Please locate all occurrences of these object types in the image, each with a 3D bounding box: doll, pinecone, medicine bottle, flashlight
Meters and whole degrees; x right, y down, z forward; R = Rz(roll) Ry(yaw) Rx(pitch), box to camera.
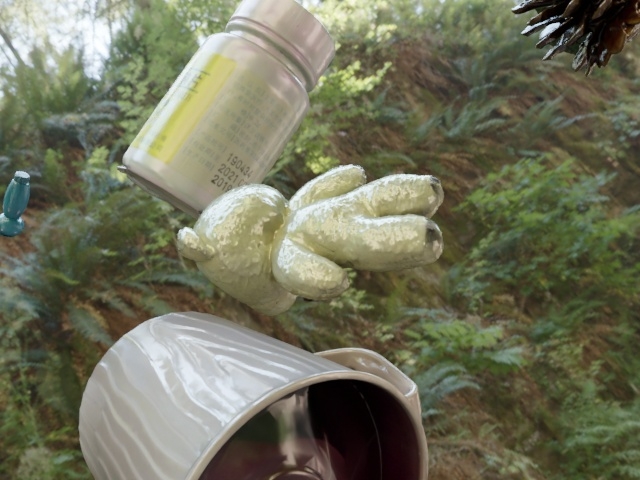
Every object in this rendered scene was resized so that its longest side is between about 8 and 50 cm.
[{"bbox_3d":[-0.001,0.004,0.708,0.278,0.149,0.175,-6,12,20],"label":"doll"},{"bbox_3d":[0.439,-0.424,1.075,0.264,0.264,0.264,-35,-14,-10],"label":"pinecone"},{"bbox_3d":[-0.148,-0.216,1.097,0.379,0.213,0.213,-57,-11,-9],"label":"medicine bottle"},{"bbox_3d":[-0.569,-0.065,1.203,0.051,0.051,0.129,-13,-46,-59],"label":"flashlight"}]

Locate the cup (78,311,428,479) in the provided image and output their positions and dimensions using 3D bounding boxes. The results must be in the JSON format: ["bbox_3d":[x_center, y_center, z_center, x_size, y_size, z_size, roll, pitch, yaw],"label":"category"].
[{"bbox_3d":[-0.053,0.163,0.569,0.288,0.208,0.273,-45,28,-22],"label":"cup"}]

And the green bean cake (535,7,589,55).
[{"bbox_3d":[0.561,-0.559,1.401,0.300,0.307,0.169,118,172,-79],"label":"green bean cake"}]
